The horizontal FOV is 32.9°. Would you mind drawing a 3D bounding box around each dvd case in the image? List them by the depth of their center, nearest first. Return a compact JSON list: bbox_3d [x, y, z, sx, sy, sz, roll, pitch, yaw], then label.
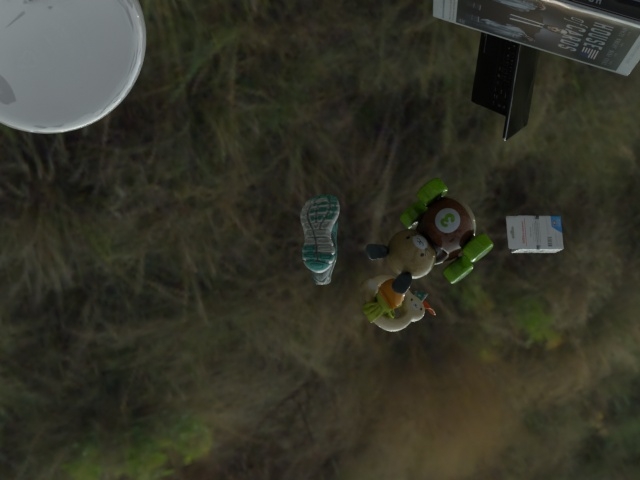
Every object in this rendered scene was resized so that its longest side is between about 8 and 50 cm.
[{"bbox_3d":[0.238,-0.246,1.174,0.238,0.030,0.179,19,176,7],"label":"dvd case"}]

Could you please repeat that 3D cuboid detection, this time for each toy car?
[{"bbox_3d":[0.167,0.011,1.851,0.188,0.155,0.149,-28,163,-34],"label":"toy car"}]

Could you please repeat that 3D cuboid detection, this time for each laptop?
[{"bbox_3d":[0.317,-0.327,1.944,0.136,0.264,0.234,-5,114,-29],"label":"laptop"}]

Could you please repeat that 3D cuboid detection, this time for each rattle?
[{"bbox_3d":[0.191,0.110,2.243,0.199,0.130,0.143,9,133,-29],"label":"rattle"}]

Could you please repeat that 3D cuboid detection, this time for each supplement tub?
[{"bbox_3d":[-0.368,-0.302,1.393,0.235,0.325,0.236,-11,123,-17],"label":"supplement tub"}]

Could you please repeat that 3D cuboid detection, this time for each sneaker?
[{"bbox_3d":[0.000,0.000,1.735,0.064,0.167,0.076,1,140,8],"label":"sneaker"}]

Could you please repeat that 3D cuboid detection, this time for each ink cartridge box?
[{"bbox_3d":[0.289,-0.009,1.491,0.083,0.048,0.028,1,168,-17],"label":"ink cartridge box"}]
